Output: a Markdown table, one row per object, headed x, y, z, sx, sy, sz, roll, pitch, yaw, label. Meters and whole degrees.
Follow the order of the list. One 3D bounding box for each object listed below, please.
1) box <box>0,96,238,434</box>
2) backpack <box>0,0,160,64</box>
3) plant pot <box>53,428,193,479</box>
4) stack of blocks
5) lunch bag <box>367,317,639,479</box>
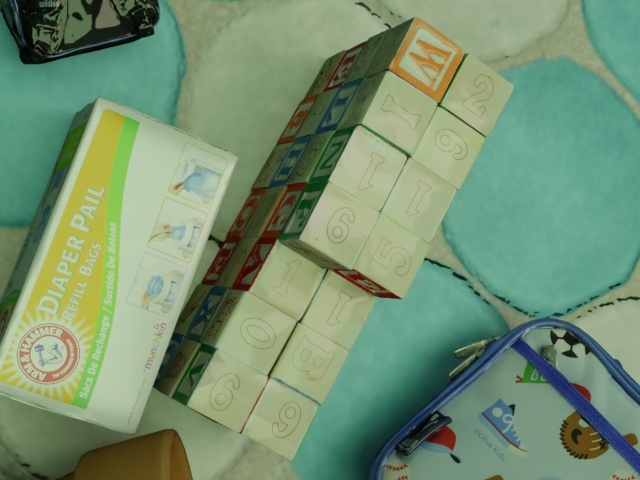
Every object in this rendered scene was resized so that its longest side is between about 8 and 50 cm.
| x | y | z | sx | sy | sz | roll | pitch | yaw | label |
| --- | --- | --- | --- | --- | --- | --- | --- | --- | --- |
| -0.151 | 0.018 | 0.756 | 0.103 | 0.114 | 0.203 | 22 | 83 | -19 | box |
| -0.178 | -0.187 | 0.762 | 0.105 | 0.084 | 0.114 | -19 | 101 | -21 | backpack |
| -0.167 | 0.278 | 0.678 | 0.204 | 0.291 | 0.290 | -9 | 93 | -4 | plant pot |
| 0.000 | 0.000 | 0.784 | 0.087 | 0.171 | 0.297 | 32 | 79 | -18 | stack of blocks |
| 0.192 | 0.211 | 0.830 | 0.243 | 0.115 | 0.303 | -37 | 70 | -15 | lunch bag |
